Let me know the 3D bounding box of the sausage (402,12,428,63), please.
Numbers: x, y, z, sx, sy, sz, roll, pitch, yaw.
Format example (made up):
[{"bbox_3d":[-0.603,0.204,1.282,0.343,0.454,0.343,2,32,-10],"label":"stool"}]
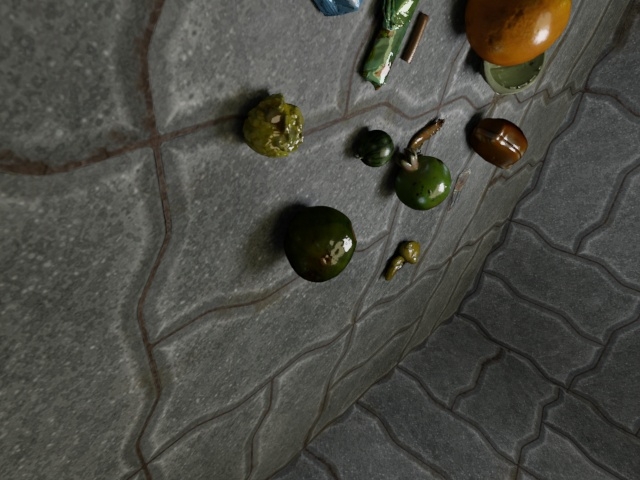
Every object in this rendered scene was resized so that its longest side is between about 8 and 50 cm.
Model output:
[{"bbox_3d":[0.236,-0.503,1.071,0.026,0.026,0.116,-13,131,-51],"label":"sausage"}]

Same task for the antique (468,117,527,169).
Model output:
[{"bbox_3d":[0.707,-0.389,1.707,0.278,0.223,0.129,30,94,-47],"label":"antique"}]

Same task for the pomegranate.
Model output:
[{"bbox_3d":[0.314,-0.204,1.383,0.187,0.187,0.225,-50,126,-7],"label":"pomegranate"}]

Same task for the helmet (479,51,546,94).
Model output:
[{"bbox_3d":[0.595,-0.582,1.421,0.258,0.137,0.204,-27,107,-15],"label":"helmet"}]

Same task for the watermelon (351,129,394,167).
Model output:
[{"bbox_3d":[0.144,-0.240,1.141,0.109,0.109,0.109,-37,148,-29],"label":"watermelon"}]

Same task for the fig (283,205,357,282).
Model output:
[{"bbox_3d":[0.000,0.000,1.134,0.195,0.195,0.245,-62,-174,14],"label":"fig"}]

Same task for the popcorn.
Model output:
[{"bbox_3d":[-0.084,-0.212,0.816,0.121,0.106,0.116,-27,151,-41],"label":"popcorn"}]

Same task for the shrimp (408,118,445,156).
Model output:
[{"bbox_3d":[0.352,-0.328,1.433,0.178,0.034,0.124,-41,152,-20],"label":"shrimp"}]

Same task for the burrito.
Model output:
[{"bbox_3d":[0.157,-0.480,0.948,0.104,0.054,0.288,-9,130,-51],"label":"burrito"}]

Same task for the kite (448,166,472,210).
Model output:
[{"bbox_3d":[0.647,-0.238,2.007,0.127,0.016,0.229,-29,143,-34],"label":"kite"}]

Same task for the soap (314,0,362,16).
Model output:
[{"bbox_3d":[0.069,-0.539,0.716,0.156,0.077,0.293,10,112,-60],"label":"soap"}]

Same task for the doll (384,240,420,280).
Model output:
[{"bbox_3d":[0.354,0.094,1.844,0.209,0.097,0.137,-56,158,15],"label":"doll"}]

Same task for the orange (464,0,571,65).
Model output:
[{"bbox_3d":[0.523,-0.604,1.151,0.261,0.261,0.261,-37,148,-29],"label":"orange"}]
